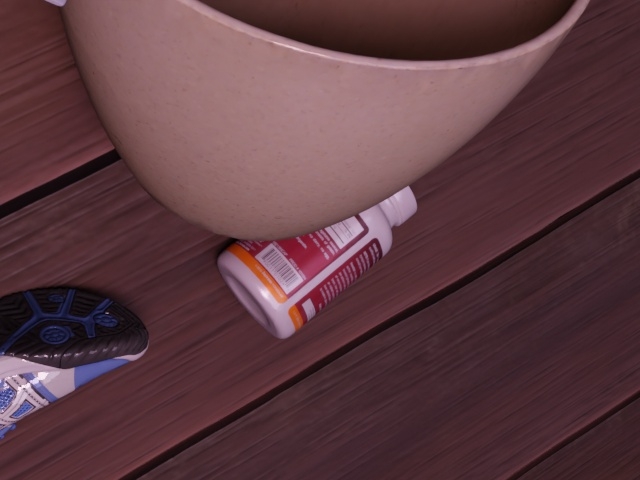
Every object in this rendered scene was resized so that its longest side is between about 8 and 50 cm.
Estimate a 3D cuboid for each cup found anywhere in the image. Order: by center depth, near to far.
[{"bbox_3d":[-0.024,-0.136,0.881,0.331,0.331,0.237,-15,145,-31],"label":"cup"}]

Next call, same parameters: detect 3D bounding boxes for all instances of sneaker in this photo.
[{"bbox_3d":[-0.225,0.094,0.994,0.211,0.080,0.081,-12,128,-21],"label":"sneaker"}]

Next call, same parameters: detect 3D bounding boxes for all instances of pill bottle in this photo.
[{"bbox_3d":[0.000,0.000,1.100,0.152,0.086,0.086,-39,132,-13],"label":"pill bottle"}]

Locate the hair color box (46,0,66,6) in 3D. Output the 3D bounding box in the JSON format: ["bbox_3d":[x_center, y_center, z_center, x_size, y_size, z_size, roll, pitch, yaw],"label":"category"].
[{"bbox_3d":[-0.114,-0.315,0.618,0.113,0.185,0.374,22,101,-46],"label":"hair color box"}]
